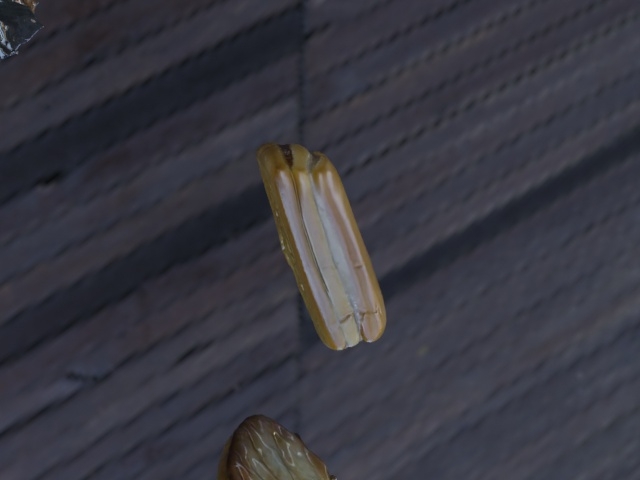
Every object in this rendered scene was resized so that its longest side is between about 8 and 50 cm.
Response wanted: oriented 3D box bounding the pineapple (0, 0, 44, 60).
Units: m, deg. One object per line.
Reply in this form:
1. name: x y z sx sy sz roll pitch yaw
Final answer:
1. pineapple: -0.298 -0.188 1.553 0.111 0.237 0.119 30 101 -13

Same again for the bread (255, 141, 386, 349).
1. bread: 0.000 0.000 1.713 0.077 0.116 0.200 -19 105 1

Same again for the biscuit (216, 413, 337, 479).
1. biscuit: -0.043 0.280 1.857 0.154 0.299 0.045 39 110 -17
